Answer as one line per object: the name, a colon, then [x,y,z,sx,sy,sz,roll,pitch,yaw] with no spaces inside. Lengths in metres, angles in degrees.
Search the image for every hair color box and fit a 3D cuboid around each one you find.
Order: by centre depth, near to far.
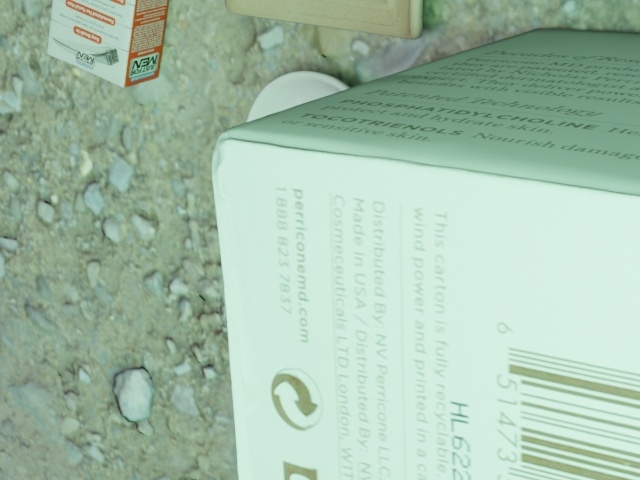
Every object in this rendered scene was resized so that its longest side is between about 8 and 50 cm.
hair color box: [-0.177,-0.227,1.397,0.093,0.053,0.167,25,117,27]

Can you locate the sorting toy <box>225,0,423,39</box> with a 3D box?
sorting toy: [0.004,-0.263,1.264,0.208,0.038,0.193,15,113,37]

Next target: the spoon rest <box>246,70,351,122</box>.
spoon rest: [0.000,0.000,1.319,0.137,0.084,0.276,4,108,36]

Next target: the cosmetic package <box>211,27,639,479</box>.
cosmetic package: [0.185,0.065,1.000,0.327,0.393,0.329,9,110,34]
